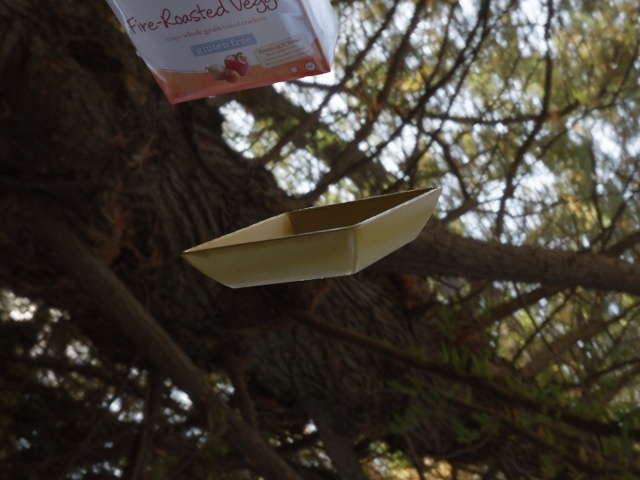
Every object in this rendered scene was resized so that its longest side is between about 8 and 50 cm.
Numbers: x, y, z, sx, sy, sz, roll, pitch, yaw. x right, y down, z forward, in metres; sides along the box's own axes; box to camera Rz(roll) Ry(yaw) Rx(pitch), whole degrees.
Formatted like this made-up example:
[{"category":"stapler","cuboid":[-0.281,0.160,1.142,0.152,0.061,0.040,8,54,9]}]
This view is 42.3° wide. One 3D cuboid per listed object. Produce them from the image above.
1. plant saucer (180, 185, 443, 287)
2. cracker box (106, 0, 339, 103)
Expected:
[{"category":"plant saucer","cuboid":[0.000,0.000,1.353,0.332,0.081,0.332,-8,-172,32]},{"category":"cracker box","cuboid":[-0.096,-0.223,0.647,0.155,0.232,0.067,-7,-132,20]}]
